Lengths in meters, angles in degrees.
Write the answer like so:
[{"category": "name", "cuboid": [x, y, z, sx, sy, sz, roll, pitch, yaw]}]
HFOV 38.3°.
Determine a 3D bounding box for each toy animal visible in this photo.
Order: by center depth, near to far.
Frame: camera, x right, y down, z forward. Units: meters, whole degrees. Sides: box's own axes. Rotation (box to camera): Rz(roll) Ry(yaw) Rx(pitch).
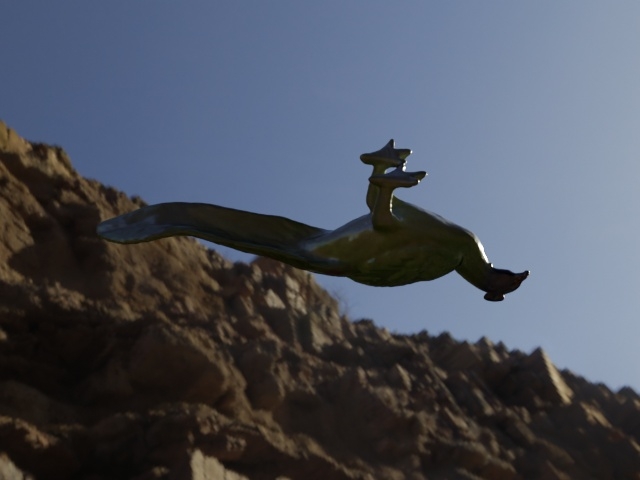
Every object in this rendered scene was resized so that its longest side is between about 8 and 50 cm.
[{"category": "toy animal", "cuboid": [0.006, -0.013, 0.448, 0.217, 0.041, 0.075, 10, -56, -16]}]
